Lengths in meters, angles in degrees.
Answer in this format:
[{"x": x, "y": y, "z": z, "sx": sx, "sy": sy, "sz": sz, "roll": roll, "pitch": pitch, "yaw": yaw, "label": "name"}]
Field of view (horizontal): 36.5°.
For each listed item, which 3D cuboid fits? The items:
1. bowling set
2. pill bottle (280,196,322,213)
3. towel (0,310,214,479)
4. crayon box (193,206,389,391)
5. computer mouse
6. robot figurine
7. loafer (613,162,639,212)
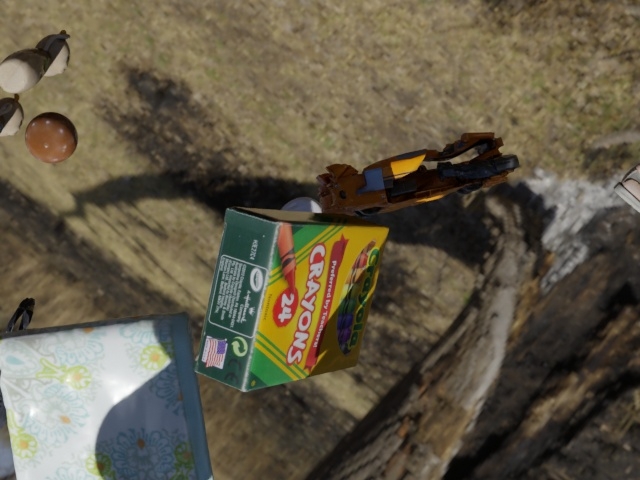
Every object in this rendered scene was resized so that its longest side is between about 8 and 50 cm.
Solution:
[{"x": -0.342, "y": -0.161, "z": 1.043, "sx": 0.200, "sy": 0.287, "sz": 0.154, "roll": 44, "pitch": -160, "yaw": -13, "label": "bowling set"}, {"x": 0.000, "y": 0.000, "z": 1.893, "sx": 0.112, "sy": 0.112, "sz": 0.187, "roll": 30, "pitch": 175, "yaw": 36, "label": "pill bottle"}, {"x": -0.350, "y": 0.317, "z": 1.610, "sx": 0.090, "sy": 0.321, "sz": 0.374, "roll": -138, "pitch": 41, "yaw": -81, "label": "towel"}, {"x": -0.014, "y": 0.065, "z": 1.224, "sx": 0.081, "sy": 0.202, "sz": 0.318, "roll": 16, "pitch": -171, "yaw": 29, "label": "crayon box"}, {"x": -0.527, "y": 0.216, "z": 1.663, "sx": 0.041, "sy": 0.242, "sz": 0.071, "roll": 15, "pitch": 175, "yaw": 11, "label": "computer mouse"}, {"x": 0.146, "y": -0.096, "z": 1.433, "sx": 0.211, "sy": 0.291, "sz": 0.085, "roll": 157, "pitch": 99, "yaw": -81, "label": "robot figurine"}, {"x": 0.345, "y": -0.026, "z": 0.944, "sx": 0.125, "sy": 0.039, "sz": 0.045, "roll": 42, "pitch": -161, "yaw": 18, "label": "loafer"}]
